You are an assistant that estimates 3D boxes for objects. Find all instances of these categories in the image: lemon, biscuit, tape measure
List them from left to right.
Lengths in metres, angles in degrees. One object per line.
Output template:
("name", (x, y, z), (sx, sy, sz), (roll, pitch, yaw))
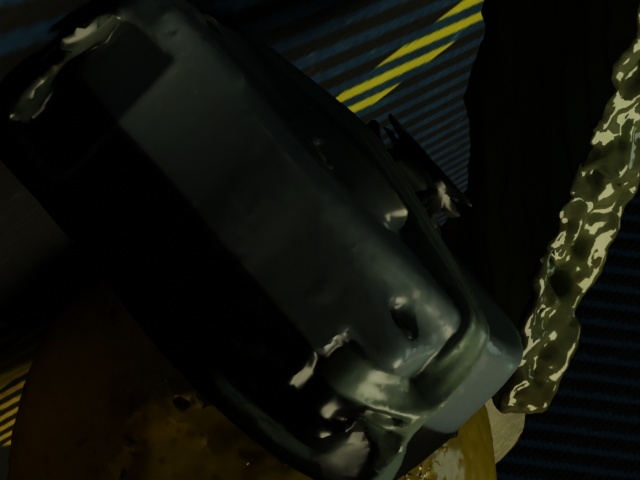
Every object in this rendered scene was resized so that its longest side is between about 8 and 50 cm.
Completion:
("lemon", (-0.033, 0.126, 0.859), (0.258, 0.258, 0.310), (-37, 147, -10))
("tape measure", (-0.009, 0.001, 0.584), (0.107, 0.182, 0.181), (-44, 174, 11))
("biscuit", (0.101, -0.084, 0.647), (0.187, 0.036, 0.274), (-102, -157, -57))

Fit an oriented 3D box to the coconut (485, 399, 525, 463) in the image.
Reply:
("coconut", (0.035, 0.088, 1.105), (0.230, 0.227, 0.227), (-34, 171, -19))
